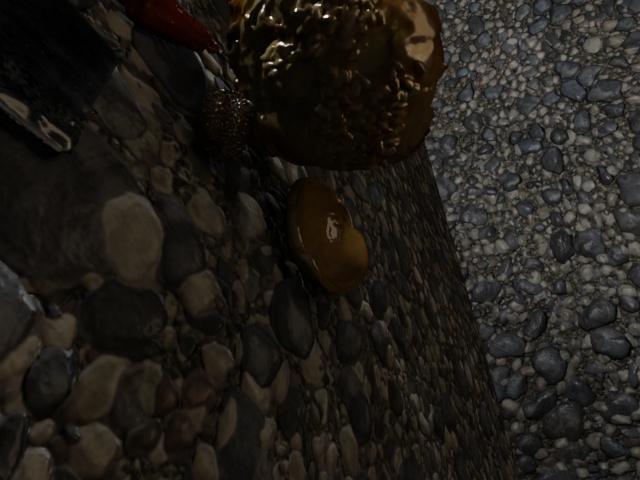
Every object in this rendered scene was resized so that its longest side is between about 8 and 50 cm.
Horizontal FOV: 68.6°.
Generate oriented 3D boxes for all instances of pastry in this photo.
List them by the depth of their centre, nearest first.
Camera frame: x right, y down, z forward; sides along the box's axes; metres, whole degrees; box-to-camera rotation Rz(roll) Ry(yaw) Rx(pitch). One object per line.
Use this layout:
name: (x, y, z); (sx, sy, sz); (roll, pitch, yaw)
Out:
pastry: (-0.008, -0.202, 0.579); (0.162, 0.311, 0.255); (-33, 124, -33)

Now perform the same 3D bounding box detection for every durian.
durian: (-0.111, -0.133, 0.550); (0.080, 0.080, 0.091); (42, 29, -48)

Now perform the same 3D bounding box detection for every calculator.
calculator: (-0.263, -0.193, 0.332); (0.261, 0.021, 0.161); (51, 29, -39)

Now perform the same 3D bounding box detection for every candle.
candle: (-0.165, -0.261, 0.571); (0.162, 0.048, 0.053); (-2, 103, -68)

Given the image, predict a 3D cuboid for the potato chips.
potato chips: (0.000, -0.001, 0.712); (0.195, 0.062, 0.208); (46, 33, -33)
